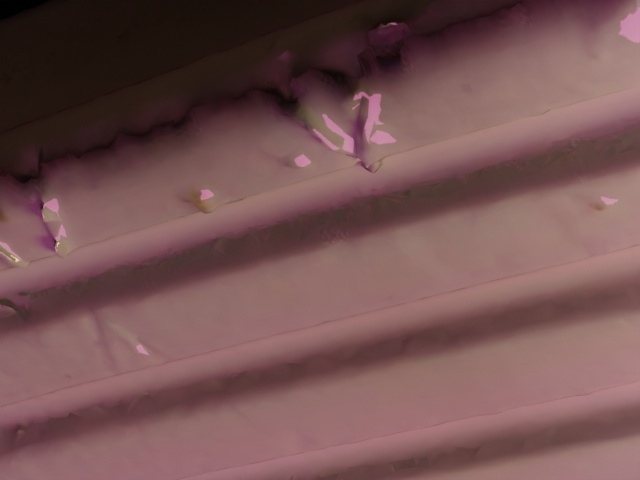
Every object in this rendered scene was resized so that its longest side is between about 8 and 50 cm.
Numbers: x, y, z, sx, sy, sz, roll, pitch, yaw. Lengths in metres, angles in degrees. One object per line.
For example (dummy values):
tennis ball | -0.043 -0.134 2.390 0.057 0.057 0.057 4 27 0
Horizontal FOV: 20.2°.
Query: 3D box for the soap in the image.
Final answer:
soap | 0.000 0.000 0.765 0.446 0.156 0.261 -17 130 28
